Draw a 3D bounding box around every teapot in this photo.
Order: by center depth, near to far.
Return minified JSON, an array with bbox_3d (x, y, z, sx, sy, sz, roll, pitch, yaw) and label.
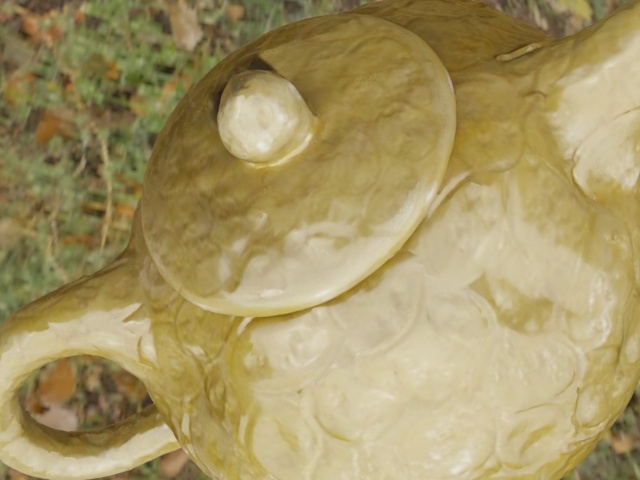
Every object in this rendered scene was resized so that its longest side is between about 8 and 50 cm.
[{"bbox_3d":[0.000,0.000,0.558,0.311,0.203,0.167,-26,138,14],"label":"teapot"}]
